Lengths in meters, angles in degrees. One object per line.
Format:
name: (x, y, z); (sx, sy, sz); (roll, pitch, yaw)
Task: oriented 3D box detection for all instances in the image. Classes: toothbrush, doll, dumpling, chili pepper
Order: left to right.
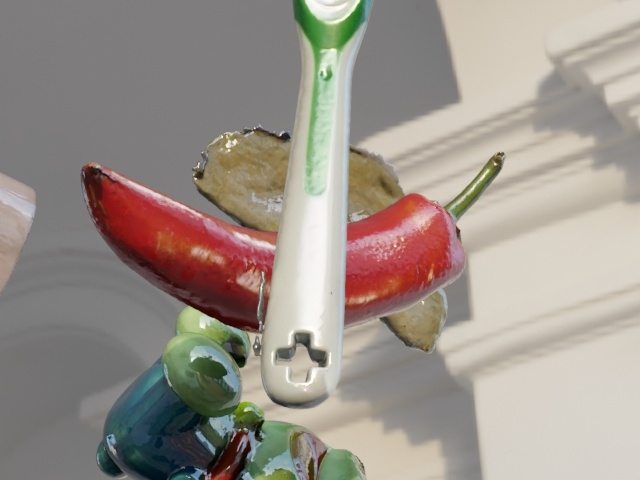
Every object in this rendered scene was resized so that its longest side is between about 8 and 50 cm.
doll: (-0.060, 0.217, 1.147); (0.186, 0.198, 0.322); (-35, -82, 13)
chili pepper: (-0.005, 0.006, 1.000); (0.368, 0.092, 0.137); (-5, -65, -38)
toothbrush: (0.005, -0.117, 0.657); (0.042, 0.418, 0.040); (3, -30, 3)
dumpling: (0.013, -0.021, 1.504); (0.332, 0.166, 0.086); (39, -33, -14)

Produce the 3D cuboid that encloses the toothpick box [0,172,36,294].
toothpick box: (-0.236, -0.017, 0.711); (0.149, 0.098, 0.098); (28, -44, -24)
